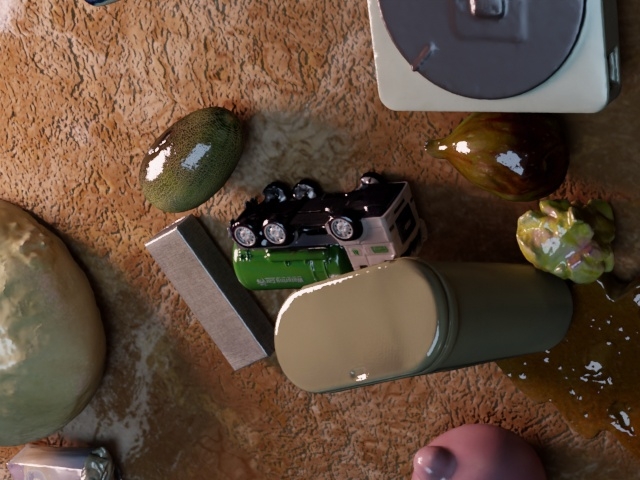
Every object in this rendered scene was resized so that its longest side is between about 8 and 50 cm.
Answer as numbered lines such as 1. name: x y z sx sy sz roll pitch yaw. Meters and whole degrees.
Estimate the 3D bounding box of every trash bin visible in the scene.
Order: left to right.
1. trash bin: 0.117 0.089 1.583 0.243 0.247 0.121 -18 78 43

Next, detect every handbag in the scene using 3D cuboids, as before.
1. handbag: -0.362 0.354 2.094 0.173 0.095 0.117 -5 118 32

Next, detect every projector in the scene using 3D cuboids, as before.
1. projector: 0.173 -0.262 1.479 0.259 0.079 0.257 3 112 29

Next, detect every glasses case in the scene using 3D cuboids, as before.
1. glasses case: -0.134 0.066 1.845 0.071 0.047 0.205 -27 103 40

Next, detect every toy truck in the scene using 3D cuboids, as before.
1. toy truck: 0.000 0.000 1.709 0.243 0.101 0.125 -5 119 32

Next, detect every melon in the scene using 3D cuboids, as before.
1. melon: -0.152 -0.098 1.729 0.099 0.099 0.162 46 122 -4

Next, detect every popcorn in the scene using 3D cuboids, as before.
1. popcorn: 0.266 -0.005 1.575 0.109 0.097 0.089 4 109 -5

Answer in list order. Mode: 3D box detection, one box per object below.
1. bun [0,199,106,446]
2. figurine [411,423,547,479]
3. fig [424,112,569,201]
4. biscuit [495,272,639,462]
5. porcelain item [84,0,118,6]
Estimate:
1. bun: -0.479 0.130 1.959 0.364 0.202 0.364 11 120 19
2. figurine: 0.191 0.302 1.739 0.173 0.173 0.173 12 122 20
3. fig: 0.188 -0.094 1.559 0.155 0.103 0.109 -4 92 19
4. biscuit: 0.321 0.124 1.651 0.302 0.043 0.278 15 123 22
5. porcelain item: -0.208 -0.404 1.518 0.281 0.157 0.285 -5 115 44
